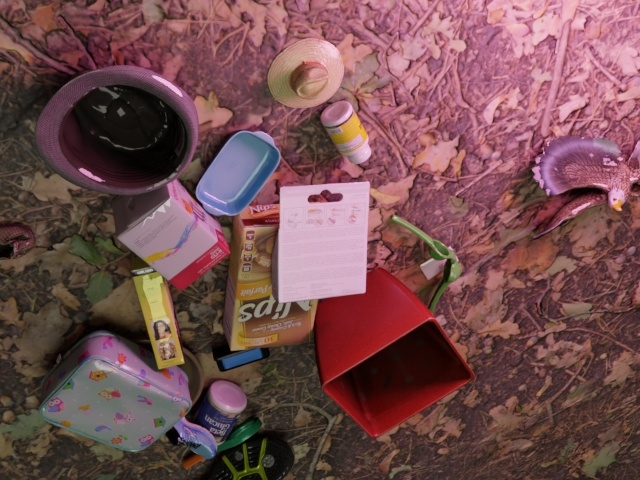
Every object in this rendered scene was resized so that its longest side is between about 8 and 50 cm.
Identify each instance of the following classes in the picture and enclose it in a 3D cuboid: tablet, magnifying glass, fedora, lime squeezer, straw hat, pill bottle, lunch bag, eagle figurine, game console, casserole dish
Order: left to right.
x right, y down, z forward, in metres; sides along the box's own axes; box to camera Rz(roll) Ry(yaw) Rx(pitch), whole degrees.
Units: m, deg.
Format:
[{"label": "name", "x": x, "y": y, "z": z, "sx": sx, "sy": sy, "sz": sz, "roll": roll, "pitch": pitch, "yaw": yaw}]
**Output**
[{"label": "lunch bag", "x": -0.428, "y": 0.316, "z": 1.614, "sx": 0.224, "sy": 0.108, "sz": 0.279, "roll": -42, "pitch": 125, "yaw": 19}, {"label": "fedora", "x": -0.339, "y": -0.202, "z": 1.306, "sx": 0.275, "sy": 0.124, "sz": 0.244, "roll": 22, "pitch": 117, "yaw": -40}, {"label": "pill bottle", "x": -0.245, "y": 0.414, "z": 1.809, "sx": 0.094, "sy": 0.094, "sz": 0.169, "roll": 16, "pitch": 118, "yaw": -28}, {"label": "magnifying glass", "x": -0.237, "y": 0.491, "z": 1.887, "sx": 0.231, "sy": 0.092, "sz": 0.026, "roll": -30, "pitch": 95, "yaw": 17}, {"label": "casserole dish", "x": -0.158, "y": -0.131, "z": 1.474, "sx": 0.114, "sy": 0.037, "sz": 0.188, "roll": 27, "pitch": 109, "yaw": -33}, {"label": "game console", "x": -0.172, "y": 0.259, "z": 1.740, "sx": 0.122, "sy": 0.107, "sz": 0.071, "roll": -18, "pitch": 100, "yaw": -7}, {"label": "straw hat", "x": -0.018, "y": -0.284, "z": 1.401, "sx": 0.144, "sy": 0.061, "sz": 0.144, "roll": -9, "pitch": 127, "yaw": -13}, {"label": "pill bottle", "x": 0.052, "y": -0.202, "z": 1.484, "sx": 0.065, "sy": 0.065, "sz": 0.116, "roll": -31, "pitch": 130, "yaw": 4}, {"label": "lime squeezer", "x": 0.251, "y": 0.044, "z": 1.747, "sx": 0.110, "sy": 0.059, "sz": 0.310, "roll": -6, "pitch": 131, "yaw": 24}, {"label": "tablet", "x": 0.271, "y": 0.052, "z": 1.786, "sx": 0.083, "sy": 0.006, "sz": 0.054, "roll": -32, "pitch": 129, "yaw": 5}, {"label": "eagle figurine", "x": 0.606, "y": -0.111, "z": 1.701, "sx": 0.298, "sy": 0.225, "sz": 0.226, "roll": 0, "pitch": 85, "yaw": 16}]

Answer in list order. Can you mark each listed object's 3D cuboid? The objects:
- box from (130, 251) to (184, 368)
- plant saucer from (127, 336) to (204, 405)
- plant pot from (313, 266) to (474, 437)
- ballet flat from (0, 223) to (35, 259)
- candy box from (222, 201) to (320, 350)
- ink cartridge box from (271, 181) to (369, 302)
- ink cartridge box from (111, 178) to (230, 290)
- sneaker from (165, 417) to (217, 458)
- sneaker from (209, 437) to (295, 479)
[{"label": "box", "x": -0.323, "y": 0.136, "z": 1.560, "sx": 0.058, "sy": 0.087, "sz": 0.232, "roll": -13, "pitch": 118, "yaw": -7}, {"label": "plant saucer", "x": -0.395, "y": 0.311, "z": 1.716, "sx": 0.277, "sy": 0.041, "sz": 0.278, "roll": -10, "pitch": 128, "yaw": -13}, {"label": "plant pot", "x": 0.133, "y": 0.221, "z": 1.706, "sx": 0.267, "sy": 0.236, "sz": 0.267, "roll": -32, "pitch": 134, "yaw": 6}, {"label": "ballet flat", "x": -0.642, "y": 0.018, "z": 1.401, "sx": 0.249, "sy": 0.058, "sz": 0.084, "roll": -6, "pitch": 126, "yaw": -15}, {"label": "candy box", "x": -0.095, "y": 0.077, "z": 1.620, "sx": 0.182, "sy": 0.087, "sz": 0.316, "roll": -3, "pitch": 125, "yaw": -19}, {"label": "ink cartridge box", "x": 0.000, "y": 0.000, "z": 1.528, "sx": 0.189, "sy": 0.066, "sz": 0.232, "roll": -5, "pitch": 104, "yaw": -20}, {"label": "ink cartridge box", "x": -0.280, "y": -0.025, "z": 1.454, "sx": 0.127, "sy": 0.128, "sz": 0.176, "roll": -37, "pitch": 129, "yaw": 8}, {"label": "sneaker", "x": -0.303, "y": 0.441, "z": 1.738, "sx": 0.162, "sy": 0.073, "sz": 0.063, "roll": 37, "pitch": 115, "yaw": -10}, {"label": "sneaker", "x": -0.215, "y": 0.629, "z": 1.977, "sx": 0.384, "sy": 0.145, "sz": 0.147, "roll": -40, "pitch": 159, "yaw": 8}]
